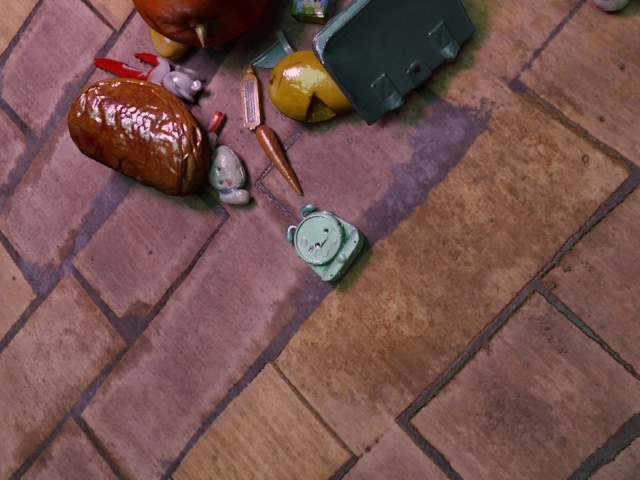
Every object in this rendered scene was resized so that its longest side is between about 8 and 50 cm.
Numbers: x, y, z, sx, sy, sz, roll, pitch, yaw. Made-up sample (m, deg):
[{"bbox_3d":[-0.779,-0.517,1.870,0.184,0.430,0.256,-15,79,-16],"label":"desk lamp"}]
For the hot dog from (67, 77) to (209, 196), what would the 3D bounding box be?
[{"bbox_3d":[-0.459,-0.266,1.422,0.387,0.174,0.267,25,125,8],"label":"hot dog"}]

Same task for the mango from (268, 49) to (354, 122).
[{"bbox_3d":[0.002,-0.373,1.314,0.261,0.130,0.167,-5,101,14],"label":"mango"}]

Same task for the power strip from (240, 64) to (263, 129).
[{"bbox_3d":[-0.181,-0.377,1.435,0.049,0.028,0.178,-7,85,20],"label":"power strip"}]

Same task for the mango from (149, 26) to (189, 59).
[{"bbox_3d":[-0.413,-0.600,1.507,0.130,0.092,0.195,-15,73,21],"label":"mango"}]

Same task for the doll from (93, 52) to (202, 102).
[{"bbox_3d":[-0.495,-0.441,1.527,0.383,0.099,0.188,9,84,25],"label":"doll"}]

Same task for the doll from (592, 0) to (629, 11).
[{"bbox_3d":[0.635,-0.617,1.091,0.258,0.154,0.228,-35,72,9],"label":"doll"}]

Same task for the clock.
[{"bbox_3d":[0.000,0.000,1.329,0.188,0.060,0.148,36,100,20],"label":"clock"}]

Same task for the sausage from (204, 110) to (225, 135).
[{"bbox_3d":[-0.296,-0.297,1.472,0.034,0.034,0.129,33,98,19],"label":"sausage"}]

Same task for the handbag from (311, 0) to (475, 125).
[{"bbox_3d":[0.164,-0.442,1.194,0.326,0.238,0.089,-42,30,3],"label":"handbag"}]

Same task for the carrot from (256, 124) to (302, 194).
[{"bbox_3d":[-0.104,-0.206,1.391,0.048,0.048,0.216,-33,80,16],"label":"carrot"}]

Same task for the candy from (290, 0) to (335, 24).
[{"bbox_3d":[-0.004,-0.649,1.367,0.097,0.062,0.195,13,92,22],"label":"candy"}]

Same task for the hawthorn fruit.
[{"bbox_3d":[-0.287,-0.642,1.296,0.402,0.403,0.403,-1,87,20],"label":"hawthorn fruit"}]

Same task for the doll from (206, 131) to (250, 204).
[{"bbox_3d":[-0.251,-0.182,1.430,0.103,0.071,0.214,-30,86,29],"label":"doll"}]

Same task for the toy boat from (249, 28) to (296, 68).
[{"bbox_3d":[-0.125,-0.482,1.424,0.122,0.034,0.096,-33,76,25],"label":"toy boat"}]
